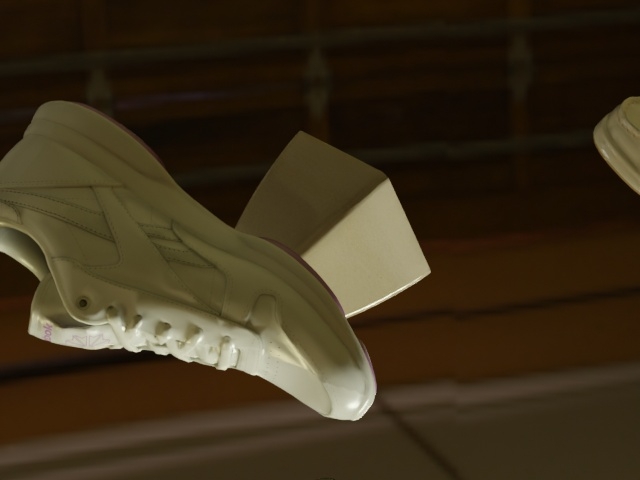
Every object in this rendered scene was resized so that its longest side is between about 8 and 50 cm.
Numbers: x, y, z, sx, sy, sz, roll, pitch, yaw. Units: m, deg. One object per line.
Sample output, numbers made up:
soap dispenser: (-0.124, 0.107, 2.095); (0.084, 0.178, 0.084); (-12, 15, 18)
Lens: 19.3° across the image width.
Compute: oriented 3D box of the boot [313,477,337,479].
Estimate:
boot: (0.038, 0.330, 1.683); (0.076, 0.189, 0.208); (-8, -167, -16)

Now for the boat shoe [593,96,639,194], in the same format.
boat shoe: (0.328, -0.043, 1.320); (0.277, 0.096, 0.098); (28, -141, 12)

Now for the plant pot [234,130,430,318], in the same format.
plant pot: (0.000, 0.000, 1.420); (0.096, 0.109, 0.109); (-41, -138, -18)

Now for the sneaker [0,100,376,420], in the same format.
sneaker: (-0.104, 0.042, 1.264); (0.305, 0.114, 0.152); (36, -113, 10)
